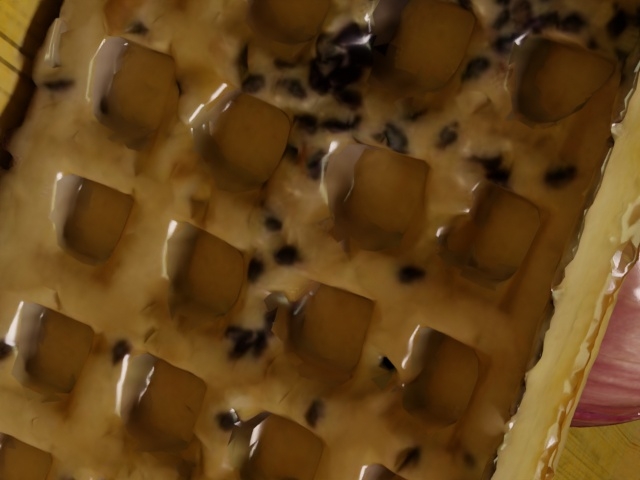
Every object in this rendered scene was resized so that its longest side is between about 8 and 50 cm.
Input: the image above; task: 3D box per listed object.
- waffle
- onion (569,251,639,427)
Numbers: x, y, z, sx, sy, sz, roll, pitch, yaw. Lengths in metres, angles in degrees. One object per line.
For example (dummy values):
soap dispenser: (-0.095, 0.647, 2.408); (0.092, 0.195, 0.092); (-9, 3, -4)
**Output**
waffle: (0.000, 0.000, 0.741); (0.114, 0.261, 0.376); (-5, 119, -63)
onion: (0.157, -0.072, 1.031); (0.353, 0.354, 0.353); (-51, 157, -32)
